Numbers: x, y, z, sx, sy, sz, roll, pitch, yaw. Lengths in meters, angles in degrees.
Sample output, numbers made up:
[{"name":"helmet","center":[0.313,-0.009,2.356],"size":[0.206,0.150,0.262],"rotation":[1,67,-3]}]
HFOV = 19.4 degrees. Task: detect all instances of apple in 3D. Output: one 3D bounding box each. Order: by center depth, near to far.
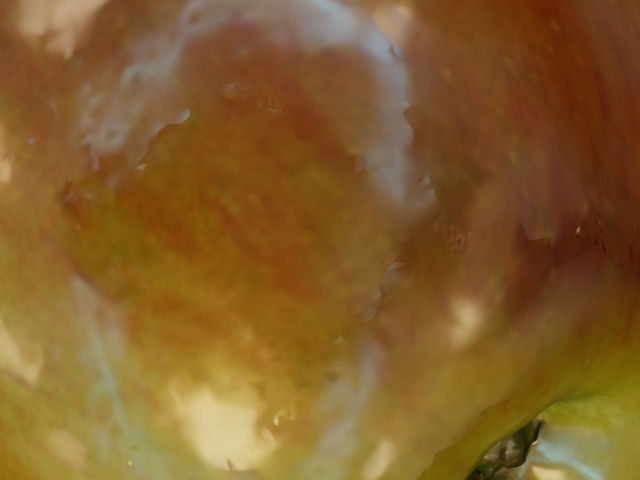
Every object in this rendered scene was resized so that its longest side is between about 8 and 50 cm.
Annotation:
[{"name":"apple","center":[0.000,0.000,0.411],"size":[0.196,0.196,0.196],"rotation":[2,97,20]}]
